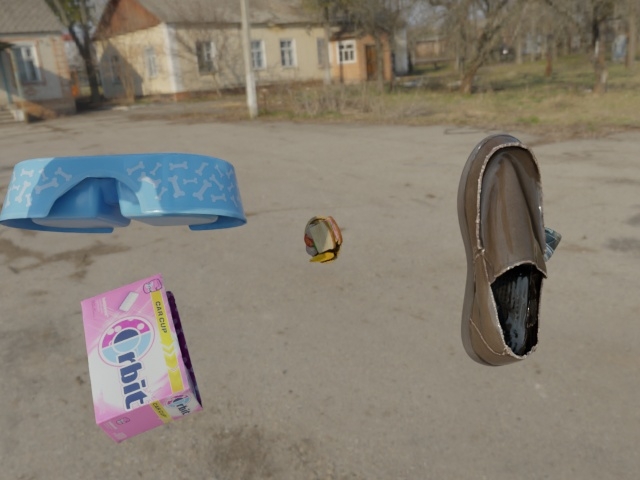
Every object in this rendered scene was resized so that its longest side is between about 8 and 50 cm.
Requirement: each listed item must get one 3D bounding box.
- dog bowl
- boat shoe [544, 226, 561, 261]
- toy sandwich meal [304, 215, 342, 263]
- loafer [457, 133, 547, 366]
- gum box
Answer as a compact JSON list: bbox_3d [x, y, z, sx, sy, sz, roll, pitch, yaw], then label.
[{"bbox_3d":[-0.238,-0.055,0.732,0.297,0.074,0.166,-2,-5,6],"label":"dog bowl"},{"bbox_3d":[0.416,-0.026,1.310,0.219,0.078,0.070,30,77,35],"label":"boat shoe"},{"bbox_3d":[0.000,0.000,0.925,0.085,0.085,0.029,10,19,41],"label":"toy sandwich meal"},{"bbox_3d":[0.297,0.017,0.912,0.134,0.366,0.130,-2,1,-15],"label":"loafer"},{"bbox_3d":[-0.224,0.135,0.739,0.107,0.062,0.188,-20,51,-8],"label":"gum box"}]
